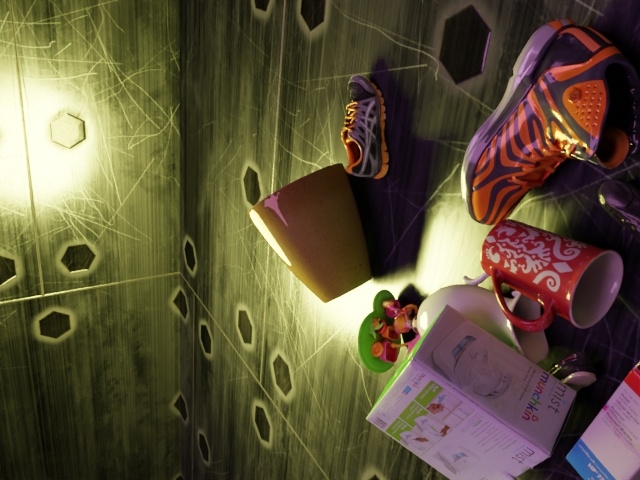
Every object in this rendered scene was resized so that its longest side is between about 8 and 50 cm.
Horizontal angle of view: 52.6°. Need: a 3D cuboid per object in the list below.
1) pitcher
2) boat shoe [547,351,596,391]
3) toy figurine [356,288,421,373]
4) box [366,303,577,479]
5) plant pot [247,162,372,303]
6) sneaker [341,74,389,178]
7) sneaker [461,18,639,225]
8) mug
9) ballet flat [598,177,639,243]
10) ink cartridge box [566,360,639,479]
[{"bbox_3d":[0.265,0.108,1.067,0.207,0.125,0.178,-8,71,51],"label":"pitcher"},{"bbox_3d":[0.367,0.207,0.976,0.133,0.048,0.042,116,164,-56],"label":"boat shoe"},{"bbox_3d":[0.175,0.180,1.274,0.159,0.130,0.173,-6,68,48],"label":"toy figurine"},{"bbox_3d":[0.224,0.265,1.022,0.231,0.127,0.262,33,145,10],"label":"box"},{"bbox_3d":[0.000,0.000,1.412,0.255,0.237,0.237,63,149,3],"label":"plant pot"},{"bbox_3d":[0.081,-0.230,1.313,0.084,0.083,0.215,-16,83,63],"label":"sneaker"},{"bbox_3d":[0.312,-0.120,0.887,0.180,0.124,0.321,54,142,41],"label":"sneaker"},{"bbox_3d":[0.305,0.042,0.910,0.169,0.150,0.113,32,130,49],"label":"mug"},{"bbox_3d":[0.423,-0.016,0.819,0.057,0.049,0.173,-46,60,23],"label":"ballet flat"},{"bbox_3d":[0.417,0.211,0.788,0.078,0.134,0.231,55,143,40],"label":"ink cartridge box"}]
